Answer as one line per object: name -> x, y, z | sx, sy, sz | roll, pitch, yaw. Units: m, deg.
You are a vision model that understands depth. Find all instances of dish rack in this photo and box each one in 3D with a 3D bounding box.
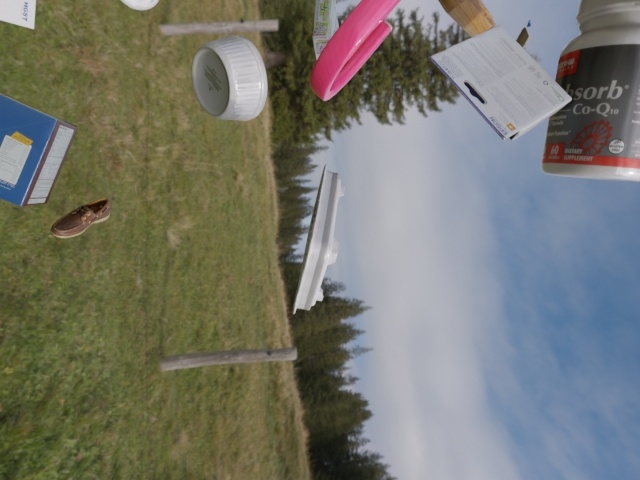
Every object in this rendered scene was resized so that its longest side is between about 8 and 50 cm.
dish rack -> 0.000, 0.000, 1.101 | 0.286, 0.072, 0.333 | 105, -4, -47

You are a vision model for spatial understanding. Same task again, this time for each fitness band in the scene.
fitness band -> 0.084, -0.384, 0.787 | 0.054, 0.291, 0.209 | 40, 1, -6

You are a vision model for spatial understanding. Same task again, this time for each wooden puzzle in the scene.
wooden puzzle -> 0.681, -0.672, 1.443 | 0.116, 0.014, 0.079 | 110, -9, -54

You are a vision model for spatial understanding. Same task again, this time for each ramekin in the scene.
ramekin -> -0.307, -0.518, 1.387 | 0.272, 0.127, 0.273 | 23, -54, 37

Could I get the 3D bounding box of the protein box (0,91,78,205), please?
protein box -> -0.687, -0.209, 0.931 | 0.201, 0.199, 0.136 | -66, -165, 1

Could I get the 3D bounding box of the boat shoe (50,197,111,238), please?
boat shoe -> -0.629, -0.065, 1.126 | 0.060, 0.064, 0.178 | -57, 177, 33

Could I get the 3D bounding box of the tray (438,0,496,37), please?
tray -> 0.344, -0.777, 1.223 | 0.076, 0.202, 0.411 | -37, -116, 34

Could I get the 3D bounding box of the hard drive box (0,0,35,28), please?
hard drive box -> -0.674, -0.530, 0.803 | 0.232, 0.089, 0.181 | -28, 136, -65

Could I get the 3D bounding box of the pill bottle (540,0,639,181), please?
pill bottle -> 0.601, -0.312, 0.890 | 0.210, 0.209, 0.364 | -109, -157, -79

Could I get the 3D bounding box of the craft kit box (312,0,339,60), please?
craft kit box -> 0.025, -0.673, 1.427 | 0.247, 0.060, 0.250 | 77, 16, -67

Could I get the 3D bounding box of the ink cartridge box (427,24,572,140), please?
ink cartridge box -> 0.346, -0.306, 0.843 | 0.223, 0.223, 0.045 | 54, -24, 13

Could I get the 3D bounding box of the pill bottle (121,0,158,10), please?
pill bottle -> -0.449, -0.638, 1.030 | 0.108, 0.107, 0.180 | 86, -19, -46
